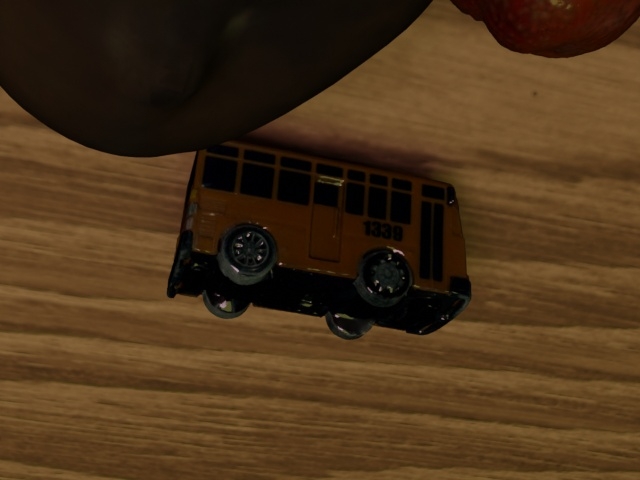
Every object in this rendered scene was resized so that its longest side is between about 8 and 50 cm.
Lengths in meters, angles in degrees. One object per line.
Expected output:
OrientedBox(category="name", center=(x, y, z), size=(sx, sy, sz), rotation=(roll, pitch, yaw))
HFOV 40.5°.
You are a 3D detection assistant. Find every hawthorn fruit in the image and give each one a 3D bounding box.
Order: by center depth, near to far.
OrientedBox(category="hawthorn fruit", center=(0.136, -0.177, 0.493), size=(0.132, 0.133, 0.138), rotation=(26, 120, -21))

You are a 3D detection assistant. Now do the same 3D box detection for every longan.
OrientedBox(category="longan", center=(-0.045, -0.195, 0.373), size=(0.288, 0.288, 0.350), rotation=(17, 131, -16))

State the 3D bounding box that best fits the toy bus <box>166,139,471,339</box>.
OrientedBox(category="toy bus", center=(0.000, 0.000, 0.618), size=(0.201, 0.114, 0.098), rotation=(10, 155, -12))
